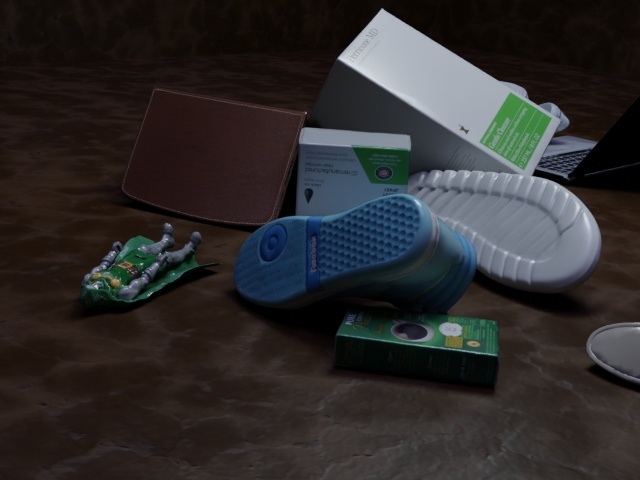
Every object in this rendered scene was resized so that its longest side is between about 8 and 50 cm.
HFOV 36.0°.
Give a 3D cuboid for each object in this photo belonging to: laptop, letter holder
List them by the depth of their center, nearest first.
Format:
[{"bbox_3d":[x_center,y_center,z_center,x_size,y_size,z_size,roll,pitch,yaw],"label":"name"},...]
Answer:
[{"bbox_3d":[-0.161,-0.118,1.690,0.301,0.215,0.152,12,-12,22],"label":"letter holder"},{"bbox_3d":[0.608,-0.268,2.112,0.381,0.237,0.407,-12,24,-41],"label":"laptop"}]

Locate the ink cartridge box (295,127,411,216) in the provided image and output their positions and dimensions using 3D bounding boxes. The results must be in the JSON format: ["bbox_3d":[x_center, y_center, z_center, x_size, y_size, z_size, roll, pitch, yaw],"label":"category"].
[{"bbox_3d":[0.041,-0.040,1.350,0.153,0.209,0.087,3,21,1],"label":"ink cartridge box"}]

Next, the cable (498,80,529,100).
[{"bbox_3d":[0.319,-0.273,2.084,0.257,0.089,0.257,-4,23,12],"label":"cable"}]

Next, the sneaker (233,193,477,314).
[{"bbox_3d":[0.055,0.045,1.271,0.319,0.127,0.208,-10,-25,39],"label":"sneaker"}]

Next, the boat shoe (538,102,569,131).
[{"bbox_3d":[0.484,-0.265,2.328,0.075,0.083,0.226,30,-17,-31],"label":"boat shoe"}]

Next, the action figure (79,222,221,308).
[{"bbox_3d":[-0.243,0.038,1.300,0.137,0.064,0.232,13,24,19],"label":"action figure"}]

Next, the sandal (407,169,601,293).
[{"bbox_3d":[0.266,-0.018,1.481,0.102,0.169,0.416,41,-8,-38],"label":"sandal"}]

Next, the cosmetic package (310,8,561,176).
[{"bbox_3d":[0.192,-0.204,1.665,0.365,0.155,0.197,33,48,2],"label":"cosmetic package"}]

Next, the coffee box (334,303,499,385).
[{"bbox_3d":[0.113,0.118,1.142,0.184,0.041,0.113,6,17,7],"label":"coffee box"}]

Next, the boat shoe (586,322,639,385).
[{"bbox_3d":[0.408,0.146,1.120,0.206,0.075,0.065,8,-25,29],"label":"boat shoe"}]
